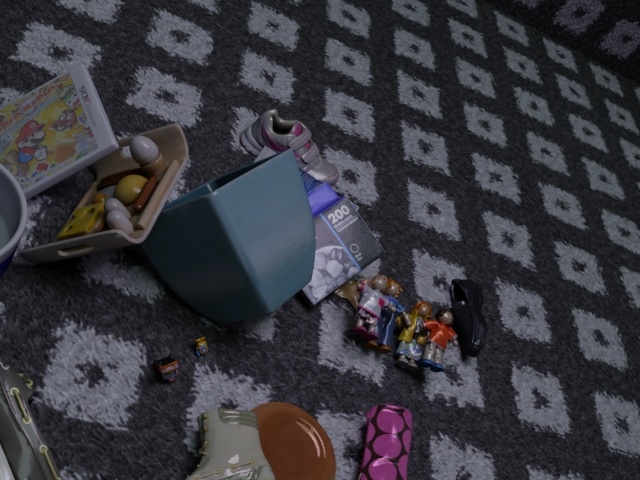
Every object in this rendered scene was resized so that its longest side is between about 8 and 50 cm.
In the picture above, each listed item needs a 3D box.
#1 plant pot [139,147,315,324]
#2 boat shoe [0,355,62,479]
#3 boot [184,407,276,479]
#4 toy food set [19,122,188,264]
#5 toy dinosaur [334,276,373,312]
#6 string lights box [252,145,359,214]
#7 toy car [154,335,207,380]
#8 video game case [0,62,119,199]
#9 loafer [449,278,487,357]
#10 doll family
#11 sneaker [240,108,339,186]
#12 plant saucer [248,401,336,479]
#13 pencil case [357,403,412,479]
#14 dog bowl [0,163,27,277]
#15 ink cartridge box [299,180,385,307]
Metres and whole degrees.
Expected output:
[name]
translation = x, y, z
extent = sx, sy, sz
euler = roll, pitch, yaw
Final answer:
[plant pot]
translation = -0.151, 0.010, 1.417
extent = 0.248, 0.247, 0.252
euler = -38, 106, -48
[boat shoe]
translation = -0.457, 0.247, 1.092
extent = 0.091, 0.109, 0.305
euler = -10, 66, -41
[boot]
translation = -0.186, 0.355, 1.207
extent = 0.213, 0.077, 0.165
euler = -5, 45, -18
[toy food set]
translation = -0.382, -0.088, 1.351
extent = 0.092, 0.219, 0.306
euler = 62, 29, -34
[toy dinosaur]
translation = 0.071, 0.103, 1.652
extent = 0.092, 0.053, 0.183
euler = -19, 69, -25
[string lights box]
translation = -0.052, -0.086, 1.700
extent = 0.259, 0.077, 0.133
euler = 33, 42, -6
[toy car]
translation = -0.234, 0.209, 1.324
extent = 0.122, 0.060, 0.040
euler = -23, 100, -38
[video game case]
translation = -0.504, -0.198, 1.401
extent = 0.206, 0.227, 0.026
euler = 63, 3, 25
[loafer]
translation = 0.334, 0.175, 1.748
extent = 0.078, 0.076, 0.223
euler = 21, 39, -11
[doll family]
translation = 0.162, 0.168, 1.602
extent = 0.263, 0.118, 0.163
euler = 28, 60, -15
[sneaker]
translation = -0.059, -0.214, 1.783
extent = 0.252, 0.111, 0.103
euler = 31, 42, -9
[plant saucer]
translation = -0.057, 0.368, 1.318
extent = 0.200, 0.037, 0.200
euler = 20, 44, -21
[pencil case]
translation = 0.112, 0.397, 1.377
extent = 0.098, 0.095, 0.209
euler = 16, 41, -1
[dog bowl]
translation = -0.621, -0.035, 1.226
extent = 0.265, 0.104, 0.265
euler = 20, 44, -21
[ink cartridge box]
translation = 0.000, 0.000, 1.604
extent = 0.206, 0.045, 0.208
euler = -35, 86, -22
